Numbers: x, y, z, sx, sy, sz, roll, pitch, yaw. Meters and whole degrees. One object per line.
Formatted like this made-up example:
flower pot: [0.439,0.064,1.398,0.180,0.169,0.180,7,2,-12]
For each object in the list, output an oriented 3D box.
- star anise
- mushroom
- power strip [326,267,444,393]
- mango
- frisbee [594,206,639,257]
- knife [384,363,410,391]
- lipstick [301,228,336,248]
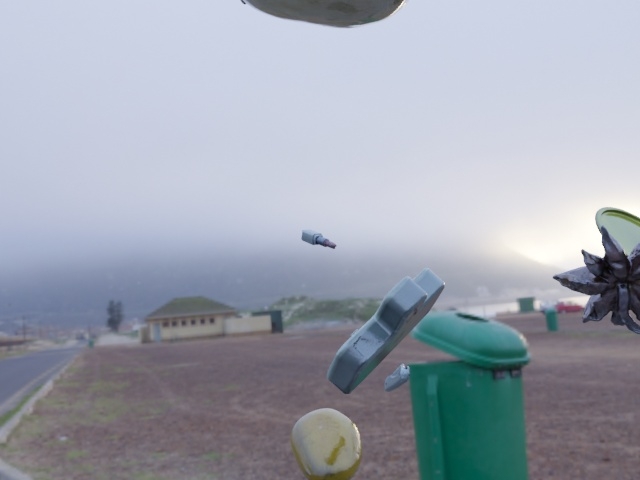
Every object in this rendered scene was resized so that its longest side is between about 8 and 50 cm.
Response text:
star anise: [0.440,0.059,1.096,0.195,0.182,0.065,0,30,24]
mushroom: [0.005,-0.490,1.113,0.314,0.336,0.314,2,14,0]
power strip: [0.125,0.139,1.310,0.265,0.059,0.194,-39,-18,-33]
mango: [0.010,0.395,1.408,0.137,0.098,0.195,4,24,2]
frisbee: [0.738,0.003,1.735,0.236,0.236,0.017,-1,-46,-35]
knife: [0.172,0.310,1.688,0.023,0.044,0.162,7,-21,-6]
lipstick: [0.000,0.000,1.627,0.025,0.025,0.107,-7,18,-38]
